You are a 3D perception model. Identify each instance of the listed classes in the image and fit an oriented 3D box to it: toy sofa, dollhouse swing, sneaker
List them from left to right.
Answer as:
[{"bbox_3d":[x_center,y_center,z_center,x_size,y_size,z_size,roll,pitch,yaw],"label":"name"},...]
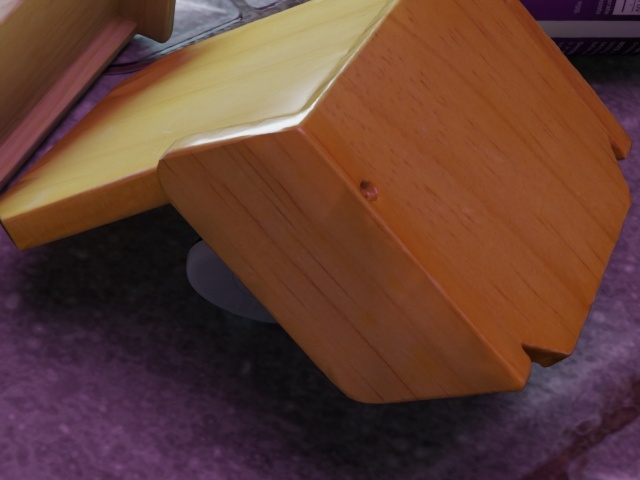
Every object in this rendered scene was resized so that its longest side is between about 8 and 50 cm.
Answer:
[{"bbox_3d":[-0.269,-0.148,1.330,0.177,0.150,0.362,23,50,12],"label":"toy sofa"},{"bbox_3d":[-0.002,-0.026,1.250,0.315,0.305,0.347,49,35,-11],"label":"dollhouse swing"},{"bbox_3d":[0.000,0.000,1.334,0.217,0.079,0.121,5,41,-11],"label":"sneaker"}]

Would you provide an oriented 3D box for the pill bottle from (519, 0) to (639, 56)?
[{"bbox_3d":[0.214,-0.255,1.512,0.323,0.181,0.181,-2,53,-16],"label":"pill bottle"}]
